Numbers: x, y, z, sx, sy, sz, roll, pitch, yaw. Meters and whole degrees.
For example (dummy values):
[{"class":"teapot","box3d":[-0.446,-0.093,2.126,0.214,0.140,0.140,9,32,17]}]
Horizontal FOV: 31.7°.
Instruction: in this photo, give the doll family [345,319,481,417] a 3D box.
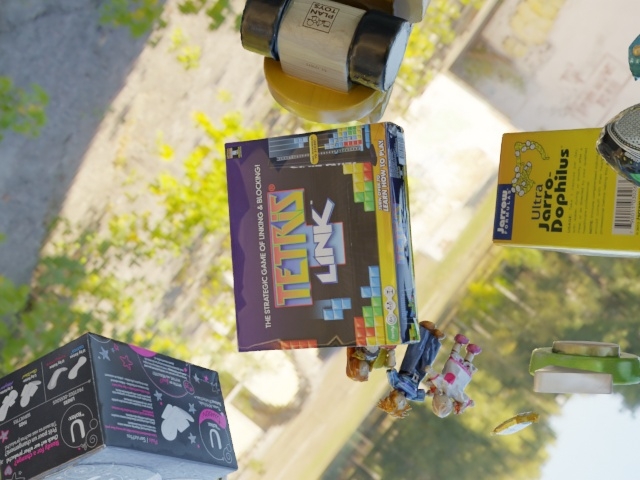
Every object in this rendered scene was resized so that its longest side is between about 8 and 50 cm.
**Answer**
[{"class":"doll family","box3d":[0.129,0.193,1.815,0.118,0.263,0.163,-18,-142,57]}]

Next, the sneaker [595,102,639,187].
[{"class":"sneaker","box3d":[0.449,-0.165,1.226,0.343,0.134,0.146,-25,142,-13]}]

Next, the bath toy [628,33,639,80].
[{"class":"bath toy","box3d":[0.625,-0.228,1.674,0.151,0.348,0.129,-40,132,-7]}]

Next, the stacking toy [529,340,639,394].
[{"class":"stacking toy","box3d":[0.376,0.102,1.260,0.309,0.279,0.130,5,88,-78]}]

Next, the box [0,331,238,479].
[{"class":"box","box3d":[-0.243,0.226,1.345,0.163,0.142,0.247,-27,150,23]}]

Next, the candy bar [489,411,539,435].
[{"class":"candy bar","box3d":[0.293,0.278,1.704,0.040,0.018,0.161,-6,164,-8]}]

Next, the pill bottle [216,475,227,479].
[{"class":"pill bottle","box3d":[-0.203,0.367,1.721,0.065,0.116,0.065,-173,-90,-79]}]

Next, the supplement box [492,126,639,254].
[{"class":"supplement box","box3d":[0.470,-0.073,1.798,0.356,0.194,0.195,3,-92,56]}]

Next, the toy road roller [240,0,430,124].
[{"class":"toy road roller","box3d":[0.040,-0.303,1.489,0.240,0.202,0.330,81,30,-66]}]

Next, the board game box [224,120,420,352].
[{"class":"board game box","box3d":[0.000,0.000,0.883,0.048,0.141,0.170,4,81,-67]}]
